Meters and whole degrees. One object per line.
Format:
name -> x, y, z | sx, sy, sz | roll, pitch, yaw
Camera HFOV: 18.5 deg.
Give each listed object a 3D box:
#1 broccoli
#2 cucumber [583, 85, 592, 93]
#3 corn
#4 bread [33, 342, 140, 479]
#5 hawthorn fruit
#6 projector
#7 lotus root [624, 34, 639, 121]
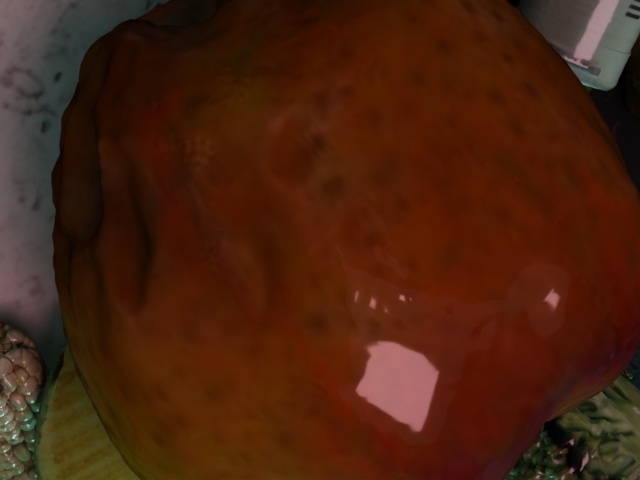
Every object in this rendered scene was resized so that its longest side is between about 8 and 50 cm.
broccoli -> 0.238, 0.221, 1.839 | 0.273, 0.242, 0.180 | 29, 121, -30
cucumber -> 0.150, -0.082, 1.716 | 0.250, 0.056, 0.056 | -38, 127, -6
corn -> -0.242, 0.159, 1.613 | 0.087, 0.087, 0.211 | -30, 126, -12
bread -> -0.117, 0.181, 1.624 | 0.301, 0.045, 0.301 | 16, 65, -38
hawthorn fruit -> 0.000, 0.000, 1.470 | 0.471, 0.472, 0.472 | -13, 121, -22
projector -> 0.267, -0.297, 1.629 | 0.108, 0.108, 0.337 | 14, 109, -33
lotus root -> 0.358, -0.159, 1.777 | 0.170, 0.074, 0.261 | -8, 120, -24
